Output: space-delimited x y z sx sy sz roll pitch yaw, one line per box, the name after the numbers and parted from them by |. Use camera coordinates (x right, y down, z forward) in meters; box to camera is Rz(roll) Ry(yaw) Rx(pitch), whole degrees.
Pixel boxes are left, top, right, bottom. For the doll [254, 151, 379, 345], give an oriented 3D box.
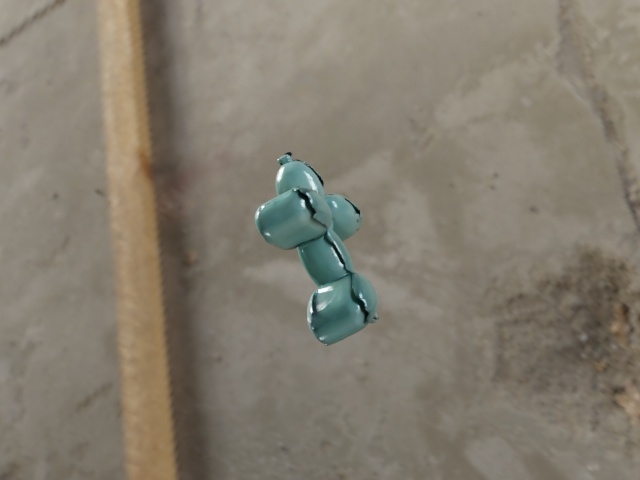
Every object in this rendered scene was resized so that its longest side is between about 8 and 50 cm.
0.000 0.000 1.285 0.059 0.158 0.159 -29 85 12 | doll
